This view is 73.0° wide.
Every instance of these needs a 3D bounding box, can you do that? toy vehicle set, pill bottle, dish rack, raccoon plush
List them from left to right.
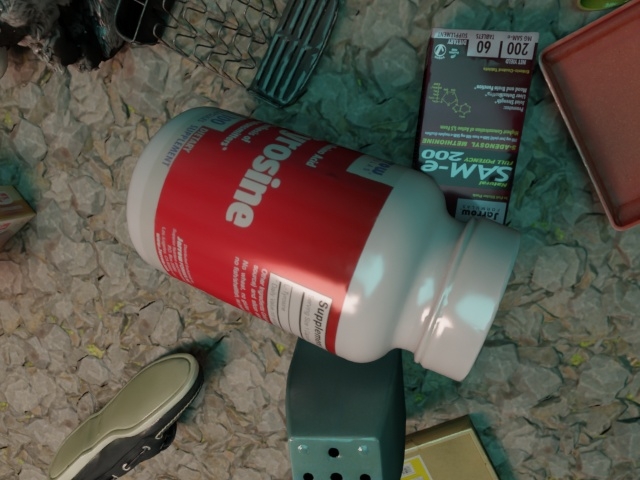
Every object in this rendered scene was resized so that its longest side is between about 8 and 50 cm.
[{"bbox_3d":[-0.412,-0.423,0.558,0.299,0.216,0.446,21,101,10],"label":"raccoon plush"},{"bbox_3d":[-0.120,-0.319,0.592,0.271,0.074,0.208,28,105,2],"label":"dish rack"},{"bbox_3d":[0.000,0.000,0.521,0.408,0.229,0.229,21,104,17],"label":"pill bottle"},{"bbox_3d":[0.157,0.411,0.719,0.267,0.035,0.166,-25,97,13],"label":"toy vehicle set"}]

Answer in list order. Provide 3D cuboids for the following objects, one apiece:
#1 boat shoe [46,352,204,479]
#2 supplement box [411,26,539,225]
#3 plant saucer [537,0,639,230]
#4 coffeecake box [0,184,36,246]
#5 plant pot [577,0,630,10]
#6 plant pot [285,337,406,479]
[{"bbox_3d":[-0.305,0.320,0.737,0.340,0.127,0.113,-41,123,7],"label":"boat shoe"},{"bbox_3d":[0.194,-0.146,0.579,0.130,0.073,0.239,6,104,7],"label":"supplement box"},{"bbox_3d":[0.443,-0.182,0.547,0.258,0.048,0.259,-27,97,13],"label":"plant saucer"},{"bbox_3d":[-0.586,-0.003,0.692,0.185,0.142,0.068,-37,95,14],"label":"coffeecake box"},{"bbox_3d":[0.353,-0.337,0.518,0.083,0.083,0.079,-4,89,9],"label":"plant pot"},{"bbox_3d":[0.037,0.247,0.602,0.166,0.234,0.165,-4,101,9],"label":"plant pot"}]
